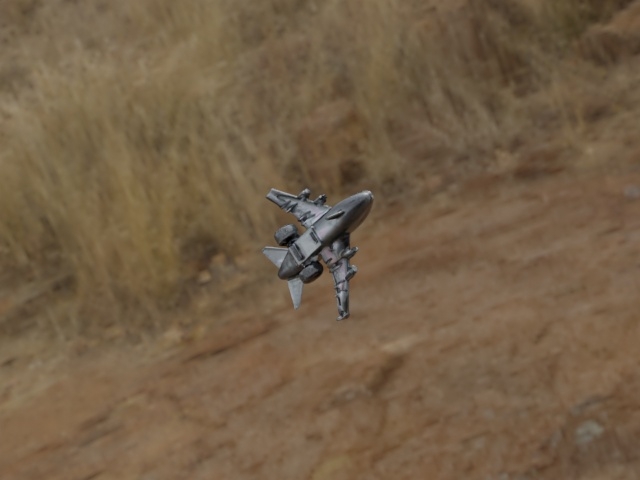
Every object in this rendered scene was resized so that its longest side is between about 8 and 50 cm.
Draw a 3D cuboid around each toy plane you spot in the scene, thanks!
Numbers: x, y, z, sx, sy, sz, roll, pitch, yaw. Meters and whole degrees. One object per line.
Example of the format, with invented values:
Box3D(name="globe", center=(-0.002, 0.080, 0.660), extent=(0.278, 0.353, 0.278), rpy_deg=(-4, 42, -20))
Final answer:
Box3D(name="toy plane", center=(0.000, 0.000, 0.751), extent=(0.031, 0.078, 0.083), rpy_deg=(-21, -16, -41))
